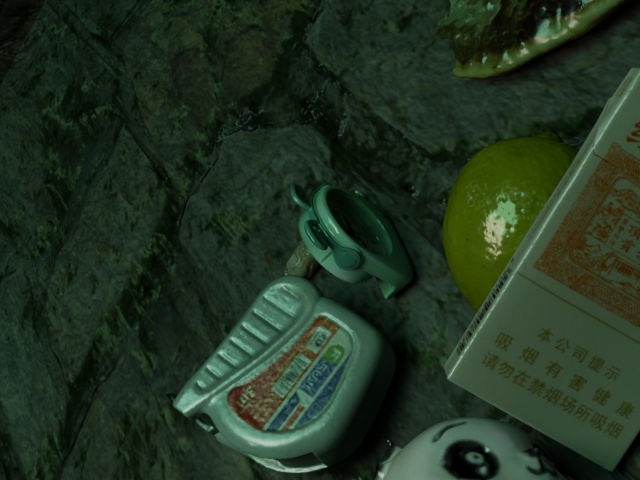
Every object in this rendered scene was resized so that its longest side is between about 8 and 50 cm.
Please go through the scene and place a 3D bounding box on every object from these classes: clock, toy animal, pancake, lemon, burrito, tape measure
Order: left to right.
[{"bbox_3d":[-0.038,0.188,1.283,0.246,0.125,0.243,33,79,29],"label":"tape measure"},{"bbox_3d":[0.001,0.001,1.432,0.188,0.045,0.058,-47,14,26],"label":"burrito"},{"bbox_3d":[0.033,-0.008,1.291,0.060,0.189,0.148,-44,44,25],"label":"clock"},{"bbox_3d":[0.168,0.330,0.956,0.251,0.251,0.310,-38,44,30],"label":"toy animal"},{"bbox_3d":[0.228,-0.010,1.089,0.184,0.184,0.248,6,77,48],"label":"lemon"},{"bbox_3d":[0.323,-0.374,1.253,0.426,0.067,0.305,-56,34,15],"label":"pancake"}]

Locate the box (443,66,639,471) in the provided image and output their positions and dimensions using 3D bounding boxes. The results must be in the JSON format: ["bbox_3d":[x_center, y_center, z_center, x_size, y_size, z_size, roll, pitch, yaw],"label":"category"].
[{"bbox_3d":[0.305,0.033,0.979,0.365,0.205,0.051,-60,4,9],"label":"box"}]

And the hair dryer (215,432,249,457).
[{"bbox_3d":[-0.068,0.199,1.402,0.131,0.073,0.236,10,78,50],"label":"hair dryer"}]
